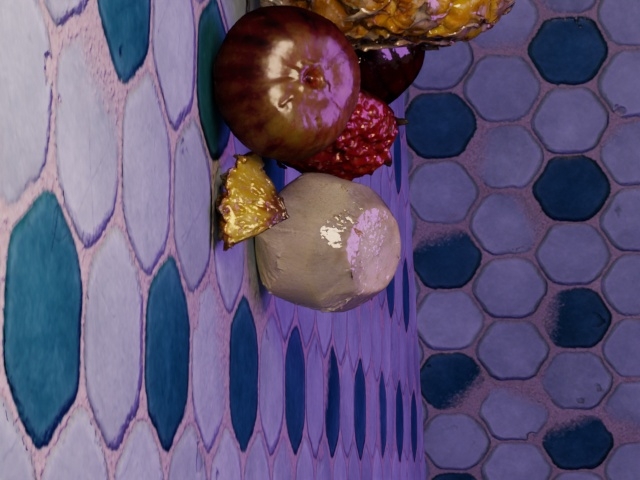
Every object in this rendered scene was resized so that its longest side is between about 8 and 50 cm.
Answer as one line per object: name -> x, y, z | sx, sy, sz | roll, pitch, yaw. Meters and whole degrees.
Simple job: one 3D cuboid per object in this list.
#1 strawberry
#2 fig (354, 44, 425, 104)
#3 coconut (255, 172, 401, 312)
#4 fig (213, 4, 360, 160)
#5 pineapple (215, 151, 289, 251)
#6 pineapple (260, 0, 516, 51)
strawberry -> 0.007, -0.128, 1.877 | 0.228, 0.174, 0.098 | 46, 52, -79
fig -> 0.029, -0.279, 2.050 | 0.204, 0.186, 0.249 | -64, 149, -33
coconut -> -0.001, 0.003, 1.873 | 0.161, 0.162, 0.161 | -11, 103, -51
fig -> -0.047, -0.174, 1.656 | 0.202, 0.148, 0.149 | 43, -58, 38
pineapple -> -0.071, -0.028, 1.673 | 0.114, 0.077, 0.114 | 105, -8, -70
pineapple -> 0.066, -0.365, 1.833 | 0.352, 0.352, 0.300 | -40, 132, -80
